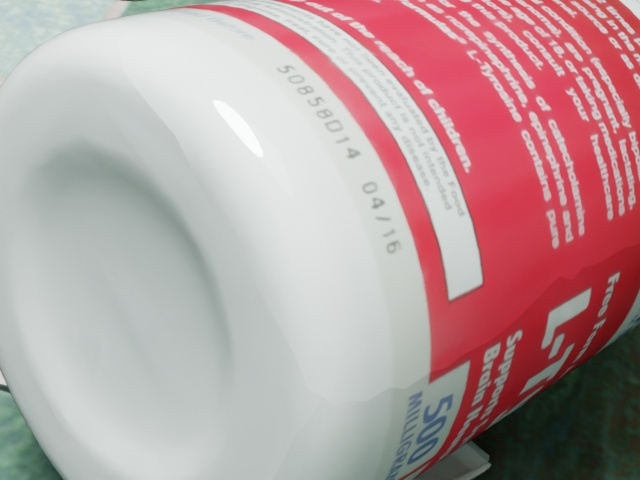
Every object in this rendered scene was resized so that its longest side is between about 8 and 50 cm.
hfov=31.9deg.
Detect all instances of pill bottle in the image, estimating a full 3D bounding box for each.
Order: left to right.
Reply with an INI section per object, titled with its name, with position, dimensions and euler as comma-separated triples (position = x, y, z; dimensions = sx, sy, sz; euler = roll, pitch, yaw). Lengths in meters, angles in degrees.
[pill bottle]
position = 0.054, -0.023, 0.572
dimensions = 0.229, 0.229, 0.407
euler = 42, 40, 25

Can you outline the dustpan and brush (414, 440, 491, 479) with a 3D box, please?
[dustpan and brush]
position = -0.010, 0.107, 0.603
dimensions = 0.147, 0.060, 0.211
euler = 41, 46, 24
